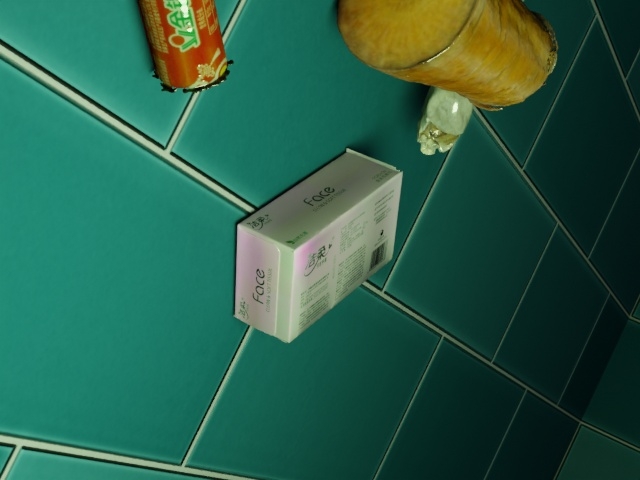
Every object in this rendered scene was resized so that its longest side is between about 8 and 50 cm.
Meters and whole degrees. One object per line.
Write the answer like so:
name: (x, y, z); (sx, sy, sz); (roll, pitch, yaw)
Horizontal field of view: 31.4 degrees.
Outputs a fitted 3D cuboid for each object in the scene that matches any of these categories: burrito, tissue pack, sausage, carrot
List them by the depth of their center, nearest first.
sausage: (-0.141, -0.257, 1.037); (0.083, 0.083, 0.264); (-47, 146, -32)
carrot: (0.162, -0.259, 1.405); (0.254, 0.196, 0.196); (23, 91, -54)
tissue pack: (0.000, 0.000, 1.457); (0.246, 0.092, 0.149); (-35, 141, -45)
burrito: (0.228, -0.286, 1.616); (0.117, 0.076, 0.392); (87, 27, -62)
